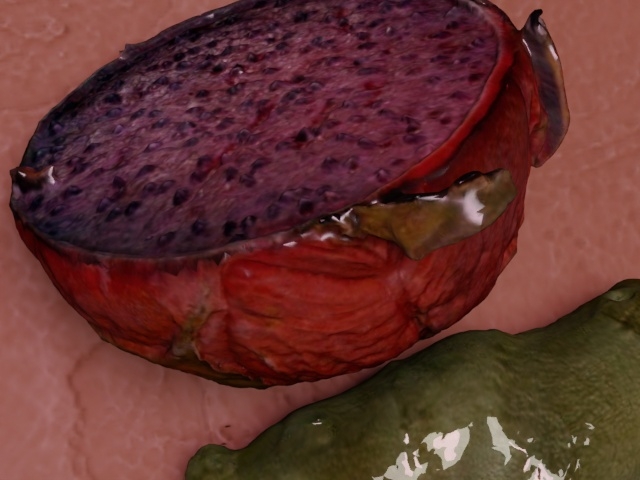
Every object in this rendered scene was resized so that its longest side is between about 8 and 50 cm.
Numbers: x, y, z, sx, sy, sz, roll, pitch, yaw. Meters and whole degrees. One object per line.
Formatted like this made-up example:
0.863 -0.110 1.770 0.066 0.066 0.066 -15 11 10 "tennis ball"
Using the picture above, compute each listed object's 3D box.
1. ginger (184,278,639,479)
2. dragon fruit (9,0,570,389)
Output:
0.064 0.112 0.655 0.289 0.089 0.137 -15 96 -17 "ginger"
-0.002 -0.002 0.615 0.223 0.218 0.148 -5 123 22 "dragon fruit"
